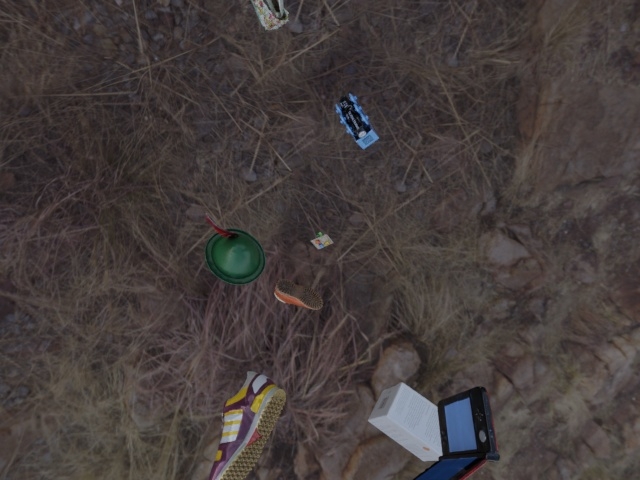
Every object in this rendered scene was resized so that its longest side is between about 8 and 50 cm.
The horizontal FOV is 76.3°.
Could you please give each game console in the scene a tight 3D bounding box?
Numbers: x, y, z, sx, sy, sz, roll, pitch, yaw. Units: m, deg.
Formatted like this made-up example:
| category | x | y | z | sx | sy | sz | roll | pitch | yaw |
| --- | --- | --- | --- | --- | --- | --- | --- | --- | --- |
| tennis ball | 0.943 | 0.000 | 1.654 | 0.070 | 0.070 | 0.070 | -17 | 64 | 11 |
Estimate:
| category | x | y | z | sx | sy | sz | roll | pitch | yaw |
| --- | --- | --- | --- | --- | --- | --- | --- | --- | --- |
| game console | 0.159 | 0.265 | 0.537 | 0.085 | 0.124 | 0.144 | 6 | 150 | -7 |

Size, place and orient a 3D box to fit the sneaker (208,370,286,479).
| category | x | y | z | sx | sy | sz | roll | pitch | yaw |
| --- | --- | --- | --- | --- | --- | --- | --- | --- | --- |
| sneaker | -0.133 | 0.309 | 0.669 | 0.185 | 0.084 | 0.069 | -57 | 143 | -13 |

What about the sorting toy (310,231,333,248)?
| category | x | y | z | sx | sy | sz | roll | pitch | yaw |
| --- | --- | --- | --- | --- | --- | --- | --- | --- | --- |
| sorting toy | 0.000 | 0.000 | 1.324 | 0.062 | 0.012 | 0.083 | -20 | 143 | 17 |

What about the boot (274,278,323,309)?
| category | x | y | z | sx | sy | sz | roll | pitch | yaw |
| --- | --- | --- | --- | --- | --- | --- | --- | --- | --- |
| boot | -0.071 | 0.177 | 1.273 | 0.158 | 0.059 | 0.085 | 26 | 145 | -4 |

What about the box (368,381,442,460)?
| category | x | y | z | sx | sy | sz | roll | pitch | yaw |
| --- | --- | --- | --- | --- | --- | --- | --- | --- | --- |
| box | 0.223 | 0.436 | 0.975 | 0.170 | 0.130 | 0.091 | 35 | 58 | 4 |

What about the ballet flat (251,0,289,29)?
| category | x | y | z | sx | sy | sz | roll | pitch | yaw |
| --- | --- | --- | --- | --- | --- | --- | --- | --- | --- |
| ballet flat | -0.137 | -0.601 | 0.958 | 0.241 | 0.077 | 0.091 | 41 | 56 | -69 |

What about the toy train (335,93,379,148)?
| category | x | y | z | sx | sy | sz | roll | pitch | yaw |
| --- | --- | --- | --- | --- | --- | --- | --- | --- | --- |
| toy train | 0.112 | -0.381 | 1.292 | 0.080 | 0.184 | 0.105 | -33 | 147 | 18 |

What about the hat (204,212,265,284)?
| category | x | y | z | sx | sy | sz | roll | pitch | yaw |
| --- | --- | --- | --- | --- | --- | --- | --- | --- | --- |
| hat | -0.200 | 0.007 | 1.077 | 0.208 | 0.183 | 0.173 | -33 | 83 | -44 |
